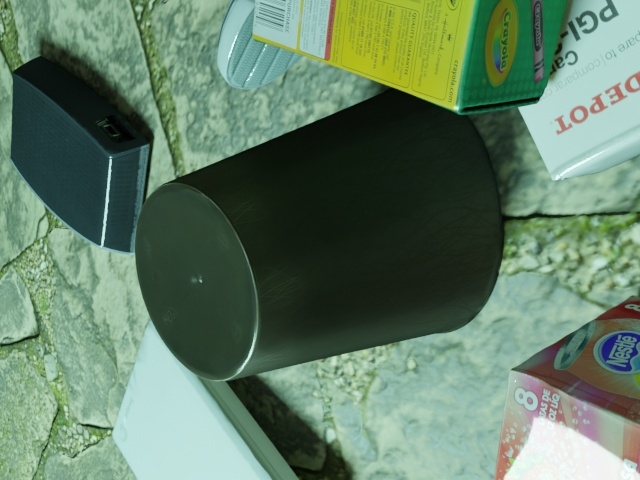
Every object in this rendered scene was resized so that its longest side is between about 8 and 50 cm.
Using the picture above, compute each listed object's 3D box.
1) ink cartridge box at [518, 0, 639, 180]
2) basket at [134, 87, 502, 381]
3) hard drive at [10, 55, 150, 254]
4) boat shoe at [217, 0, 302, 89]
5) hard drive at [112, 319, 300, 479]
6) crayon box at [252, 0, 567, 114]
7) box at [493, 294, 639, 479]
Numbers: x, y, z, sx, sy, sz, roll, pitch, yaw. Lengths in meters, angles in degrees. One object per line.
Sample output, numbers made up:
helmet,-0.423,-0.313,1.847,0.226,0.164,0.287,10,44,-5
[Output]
ink cartridge box,0.164,-0.163,0.432,0.159,0.092,0.217,-32,81,48
basket,0.000,0.000,0.557,0.154,0.227,0.204,5,106,45
hard drive,-0.305,-0.105,0.968,0.255,0.054,0.171,37,127,32
boat shoe,-0.021,-0.227,0.627,0.226,0.083,0.075,-52,53,30
hard drive,-0.127,0.255,0.872,0.307,0.040,0.203,44,124,35
crayon box,0.056,-0.222,0.400,0.165,0.081,0.278,30,123,39
box,0.195,0.206,0.477,0.142,0.154,0.299,22,119,41
